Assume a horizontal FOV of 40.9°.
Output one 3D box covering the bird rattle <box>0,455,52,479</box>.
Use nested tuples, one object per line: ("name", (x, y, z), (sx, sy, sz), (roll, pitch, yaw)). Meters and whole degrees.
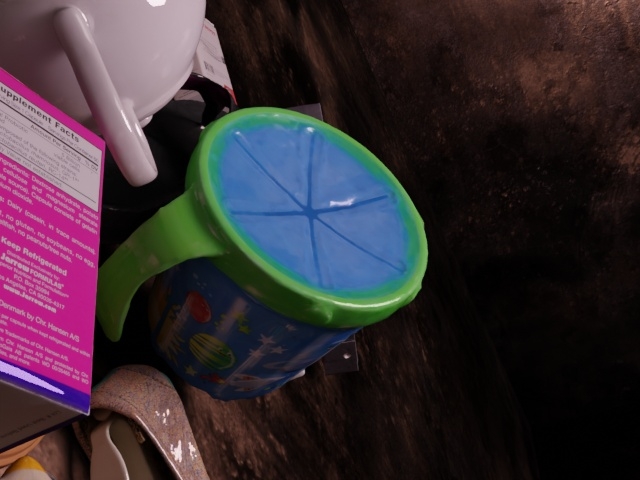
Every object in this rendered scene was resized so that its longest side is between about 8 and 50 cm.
("bird rattle", (-0.180, 0.253, 0.521), (0.207, 0.143, 0.253), (45, 56, 3))

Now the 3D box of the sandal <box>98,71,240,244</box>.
("sandal", (-0.153, -0.110, 0.924), (0.167, 0.107, 0.446), (27, 21, 3))

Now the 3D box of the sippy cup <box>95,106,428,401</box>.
("sippy cup", (-0.054, 0.032, 0.822), (0.305, 0.224, 0.240), (23, 41, -18))

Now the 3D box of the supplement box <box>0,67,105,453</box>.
("supplement box", (-0.220, 0.012, 0.554), (0.114, 0.111, 0.220), (39, 34, -44))

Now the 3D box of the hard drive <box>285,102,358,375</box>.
("hard drive", (0.000, 0.000, 1.272), (0.237, 0.064, 0.339), (-99, -179, -52))

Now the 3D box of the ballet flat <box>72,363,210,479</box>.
("ballet flat", (-0.127, 0.260, 0.725), (0.316, 0.107, 0.106), (61, 20, 7))

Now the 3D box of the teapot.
("teapot", (-0.201, -0.176, 0.762), (0.256, 0.252, 0.187), (-56, 138, -37))

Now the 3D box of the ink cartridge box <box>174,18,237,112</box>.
("ink cartridge box", (-0.177, -0.251, 1.225), (0.099, 0.056, 0.135), (20, 52, -69))

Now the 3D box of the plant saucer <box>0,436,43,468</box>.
("plant saucer", (-0.255, 0.070, 0.639), (0.200, 0.037, 0.200), (57, 20, -35))

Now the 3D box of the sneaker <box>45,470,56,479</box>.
("sneaker", (-0.170, 0.237, 0.640), (0.170, 0.074, 0.063), (65, 17, -13))

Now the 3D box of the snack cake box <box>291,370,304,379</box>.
("snack cake box", (-0.097, 0.039, 1.082), (0.152, 0.089, 0.264), (52, 24, -42))
